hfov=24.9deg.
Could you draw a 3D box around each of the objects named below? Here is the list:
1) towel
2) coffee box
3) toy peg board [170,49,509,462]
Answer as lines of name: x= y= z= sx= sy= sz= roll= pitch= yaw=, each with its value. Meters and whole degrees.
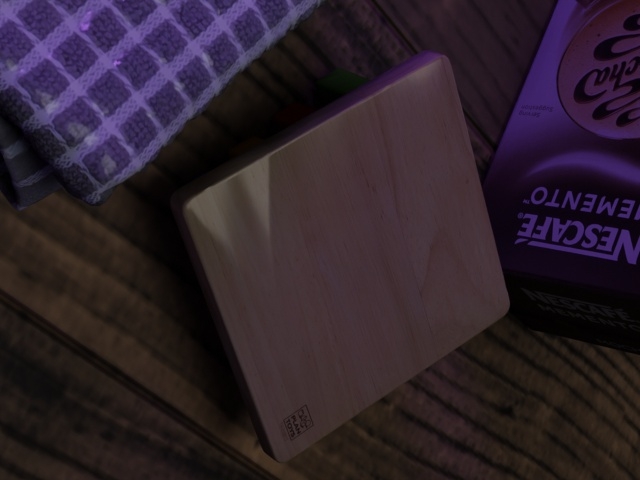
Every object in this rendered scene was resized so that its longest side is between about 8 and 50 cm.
towel: x=-0.084 y=-0.173 z=0.567 sx=0.284 sy=0.121 sz=0.235 roll=-48 pitch=130 yaw=-30
coffee box: x=0.226 y=-0.080 z=0.908 sx=0.119 sy=0.168 sz=0.297 roll=38 pitch=70 yaw=-46
toy peg board: x=0.000 y=0.000 z=0.755 sx=0.160 sy=0.079 sz=0.161 roll=-31 pitch=122 yaw=-22
